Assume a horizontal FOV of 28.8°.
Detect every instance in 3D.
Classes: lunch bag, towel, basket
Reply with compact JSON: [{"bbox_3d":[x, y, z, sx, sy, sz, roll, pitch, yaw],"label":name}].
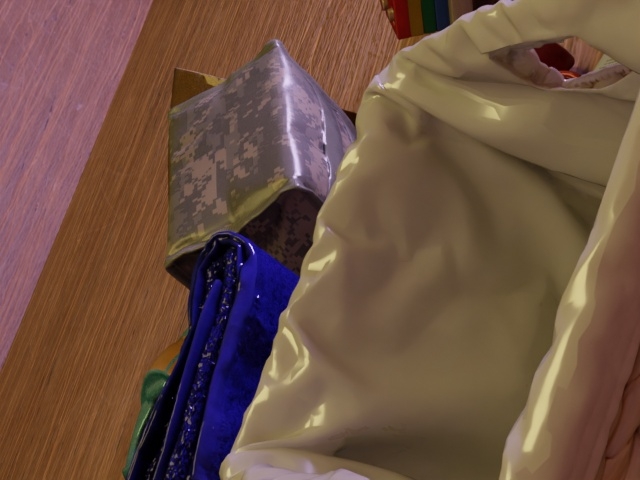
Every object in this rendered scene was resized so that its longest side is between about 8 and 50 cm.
[{"bbox_3d":[0.000,0.000,1.159,0.169,0.287,0.235,-31,36,19],"label":"lunch bag"},{"bbox_3d":[0.008,0.158,0.908,0.076,0.308,0.227,-11,52,40],"label":"towel"},{"bbox_3d":[0.160,0.050,0.719,0.328,0.266,0.331,-13,54,64],"label":"basket"}]

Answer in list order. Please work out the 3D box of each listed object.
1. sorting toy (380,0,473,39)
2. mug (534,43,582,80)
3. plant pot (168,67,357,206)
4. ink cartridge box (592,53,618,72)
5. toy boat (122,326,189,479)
[{"bbox_3d":[0.098,-0.368,1.420,0.255,0.089,0.257,-103,3,-60],"label":"sorting toy"},{"bbox_3d":[0.158,-0.108,1.144,0.169,0.113,0.150,-66,19,-2],"label":"mug"},{"bbox_3d":[-0.095,-0.066,1.568,0.237,0.237,0.254,-154,76,-69],"label":"plant pot"},{"bbox_3d":[0.279,-0.132,0.914,0.224,0.045,0.223,-54,18,-19],"label":"ink cartridge box"},{"bbox_3d":[-0.130,0.173,1.410,0.318,0.148,0.267,-39,31,47],"label":"toy boat"}]
